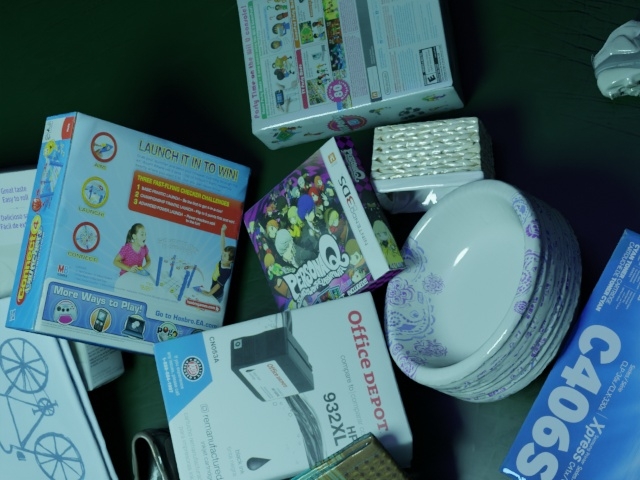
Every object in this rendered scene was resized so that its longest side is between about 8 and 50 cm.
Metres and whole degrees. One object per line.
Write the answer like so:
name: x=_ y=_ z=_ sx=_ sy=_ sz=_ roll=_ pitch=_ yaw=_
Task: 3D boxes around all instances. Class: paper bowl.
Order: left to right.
paper bowl: x=0.227 y=0.073 z=1.735 sx=0.284 sy=0.148 sz=0.284 roll=-36 pitch=41 yaw=40

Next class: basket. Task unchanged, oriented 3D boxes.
basket: x=0.161 y=-0.105 z=1.855 sx=0.167 sy=0.113 sz=0.103 roll=-3 pitch=74 yaw=19

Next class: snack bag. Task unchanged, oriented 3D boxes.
snack bag: x=-0.483 y=0.241 z=1.952 sx=0.342 sy=0.037 sz=0.323 roll=-11 pitch=107 yaw=28

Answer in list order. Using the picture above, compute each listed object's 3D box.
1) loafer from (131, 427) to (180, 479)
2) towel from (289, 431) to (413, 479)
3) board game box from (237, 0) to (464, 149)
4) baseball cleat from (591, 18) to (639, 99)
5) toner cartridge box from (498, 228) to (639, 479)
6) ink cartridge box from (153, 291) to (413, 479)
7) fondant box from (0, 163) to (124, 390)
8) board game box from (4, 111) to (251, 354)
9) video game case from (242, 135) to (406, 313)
loafer: x=-0.231 y=0.402 z=1.896 sx=0.096 sy=0.084 sz=0.267 roll=-16 pitch=74 yaw=15
towel: x=-0.020 y=0.426 z=1.749 sx=0.370 sy=0.271 sz=0.040 roll=-33 pitch=33 yaw=8
board game box: x=0.042 y=-0.279 z=1.940 sx=0.303 sy=0.097 sz=0.224 roll=-11 pitch=75 yaw=15
baseball cleat: x=0.473 y=-0.265 z=1.802 sx=0.206 sy=0.072 sz=0.109 roll=-16 pitch=68 yaw=11
toner cartridge box: x=0.379 y=0.176 z=1.650 sx=0.165 sy=0.075 sz=0.348 roll=27 pitch=89 yaw=22
ink cartridge box: x=-0.049 y=0.221 z=1.781 sx=0.307 sy=0.129 sz=0.223 roll=-13 pitch=65 yaw=-4
fondant box: x=-0.438 y=0.056 z=1.955 sx=0.238 sy=0.096 sz=0.330 roll=-5 pitch=99 yaw=27
board game box: x=-0.266 y=0.005 z=1.874 sx=0.086 sy=0.308 sz=0.302 roll=-1 pitch=76 yaw=50
video game case: x=0.000 y=0.000 z=1.865 sx=0.232 sy=0.042 sz=0.210 roll=-38 pitch=67 yaw=42
